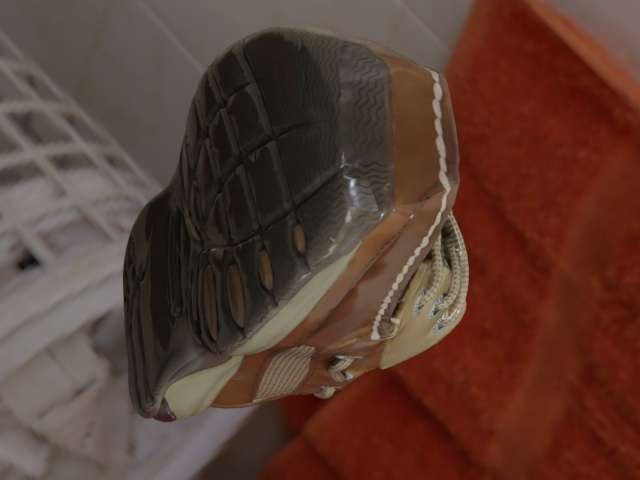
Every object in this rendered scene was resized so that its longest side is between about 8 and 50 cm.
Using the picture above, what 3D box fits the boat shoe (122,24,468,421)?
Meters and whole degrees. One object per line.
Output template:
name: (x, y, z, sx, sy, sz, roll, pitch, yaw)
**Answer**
boat shoe: (0.000, 0.000, 0.740, 0.120, 0.122, 0.324, 2, 166, -16)
